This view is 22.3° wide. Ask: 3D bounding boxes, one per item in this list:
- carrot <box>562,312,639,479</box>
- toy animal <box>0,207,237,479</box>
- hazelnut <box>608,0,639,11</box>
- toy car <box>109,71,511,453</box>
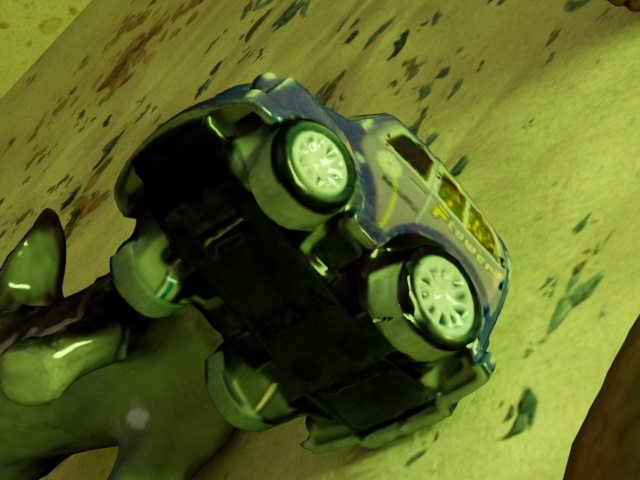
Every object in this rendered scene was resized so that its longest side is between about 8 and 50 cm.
[{"bbox_3d":[0.159,0.139,0.439,0.224,0.224,0.341,-15,48,56],"label":"carrot"},{"bbox_3d":[-0.187,0.091,1.209,0.344,0.194,0.302,-3,25,39],"label":"toy animal"},{"bbox_3d":[0.218,-0.229,1.064,0.150,0.150,0.150,-40,23,21],"label":"hazelnut"},{"bbox_3d":[0.000,0.000,0.978,0.172,0.235,0.158,-29,16,40],"label":"toy car"}]
